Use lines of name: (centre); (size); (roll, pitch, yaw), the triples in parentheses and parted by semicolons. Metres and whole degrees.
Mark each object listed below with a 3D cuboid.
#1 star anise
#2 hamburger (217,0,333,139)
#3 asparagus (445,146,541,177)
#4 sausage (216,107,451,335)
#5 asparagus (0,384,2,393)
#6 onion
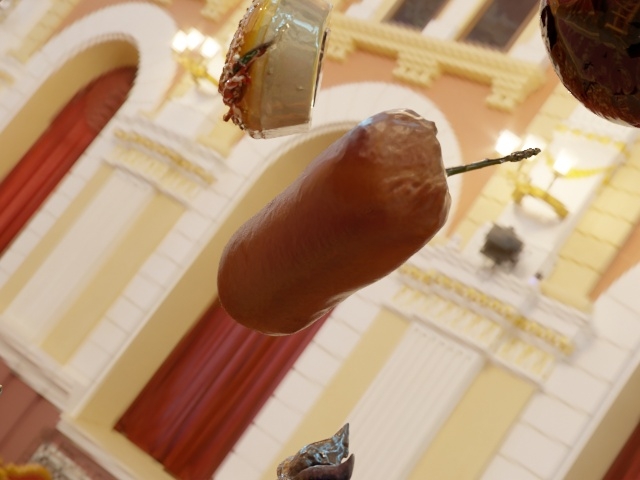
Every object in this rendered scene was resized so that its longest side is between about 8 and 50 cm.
star anise: (-0.024, 0.269, 1.152); (0.061, 0.180, 0.204); (46, -47, -7)
hamburger: (-0.066, -0.263, 1.587); (0.151, 0.227, 0.295); (13, -3, 2)
asparagus: (0.161, -0.080, 1.164); (0.013, 0.166, 0.016); (125, -48, -74)
sausage: (0.000, 0.000, 0.757); (0.083, 0.089, 0.300); (10, -24, -21)
asparagus: (-0.395, 0.176, 1.174); (0.025, 0.021, 0.108); (5, 11, 44)
onion: (0.326, -0.256, 1.066); (0.285, 0.273, 0.273); (28, -4, -38)
